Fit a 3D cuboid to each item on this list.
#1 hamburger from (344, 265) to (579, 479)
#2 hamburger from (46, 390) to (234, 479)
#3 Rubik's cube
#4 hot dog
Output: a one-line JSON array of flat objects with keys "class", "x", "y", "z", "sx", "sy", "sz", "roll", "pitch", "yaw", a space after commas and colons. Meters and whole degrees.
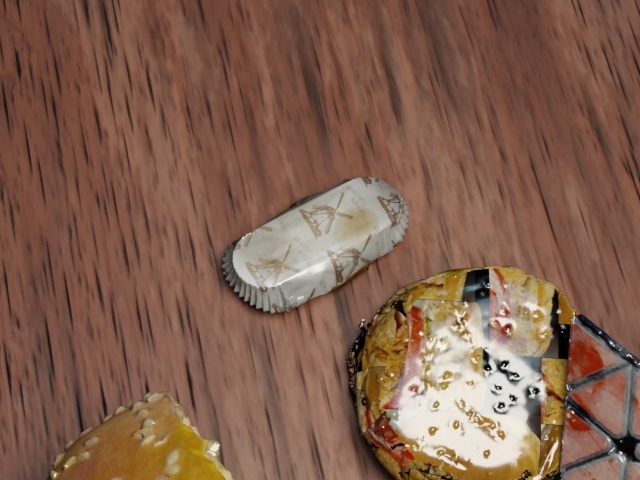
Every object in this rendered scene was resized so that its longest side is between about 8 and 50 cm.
[{"class": "hamburger", "x": 0.132, "y": 0.127, "z": 1.334, "sx": 0.231, "sy": 0.107, "sz": 0.231, "roll": 2, "pitch": 72, "yaw": -6}, {"class": "hamburger", "x": -0.118, "y": 0.348, "z": 1.130, "sx": 0.287, "sy": 0.268, "sz": 0.445, "roll": -30, "pitch": 66, "yaw": -8}, {"class": "Rubik's cube", "x": 0.296, "y": 0.140, "z": 1.308, "sx": 0.211, "sy": 0.178, "sz": 0.190, "roll": -23, "pitch": 84, "yaw": 31}, {"class": "hot dog", "x": 0.000, "y": 0.000, "z": 1.412, "sx": 0.192, "sy": 0.053, "sz": 0.099, "roll": -32, "pitch": 72, "yaw": -19}]
